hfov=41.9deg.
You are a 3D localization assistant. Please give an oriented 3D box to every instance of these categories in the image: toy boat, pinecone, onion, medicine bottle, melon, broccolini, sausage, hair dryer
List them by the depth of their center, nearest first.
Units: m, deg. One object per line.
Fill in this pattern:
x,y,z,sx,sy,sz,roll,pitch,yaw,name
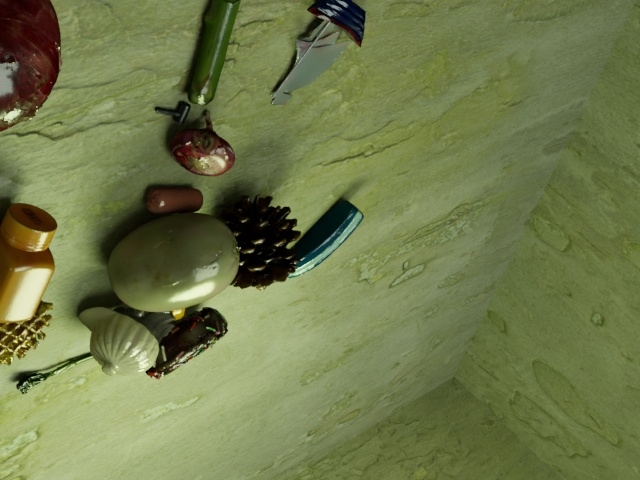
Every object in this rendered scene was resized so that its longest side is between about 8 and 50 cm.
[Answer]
-0.531,-0.294,1.295,0.276,0.276,0.276,-32,147,-24,onion
-0.627,0.043,1.707,0.112,0.149,0.222,2,125,-54,medicine bottle
-0.327,-0.283,1.829,0.083,0.026,0.047,2,123,-44,hair dryer
-0.263,-0.227,1.901,0.150,0.150,0.140,53,42,-60,onion
-0.343,0.051,1.981,0.317,0.223,0.223,-16,147,0,melon
-0.347,-0.095,1.988,0.154,0.062,0.062,-4,129,-51,sausage
0.009,-0.452,2.013,0.219,0.072,0.318,-13,140,-40,toy boat
-0.669,0.335,2.121,0.218,0.042,0.044,-16,139,-45,broccolini
-0.161,0.000,2.169,0.264,0.264,0.264,-32,147,-24,pinecone
0.000,0.000,2.521,0.299,0.096,0.062,-45,140,1,toy boat

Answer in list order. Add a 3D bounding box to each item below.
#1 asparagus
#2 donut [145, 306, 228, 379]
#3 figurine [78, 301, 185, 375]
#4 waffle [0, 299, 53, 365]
-0.224,-0.412,1.764,0.067,0.060,0.277,-7,132,-35,asparagus
-0.374,0.274,2.265,0.270,0.103,0.270,-33,-177,2,donut
-0.429,0.203,2.101,0.332,0.204,0.185,-30,144,-28,figurine
-0.720,0.202,1.883,0.229,0.051,0.231,-12,137,-46,waffle
